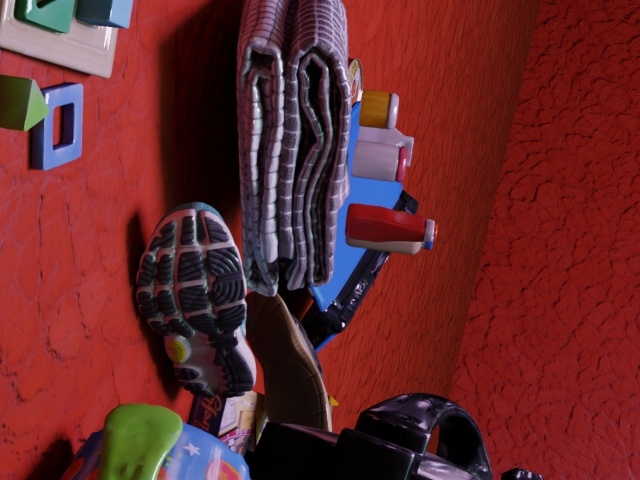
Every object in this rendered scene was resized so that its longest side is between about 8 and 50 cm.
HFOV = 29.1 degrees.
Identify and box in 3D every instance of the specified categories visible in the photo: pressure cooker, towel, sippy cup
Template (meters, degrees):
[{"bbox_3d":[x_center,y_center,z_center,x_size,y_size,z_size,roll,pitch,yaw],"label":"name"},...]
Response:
[{"bbox_3d":[0.061,0.360,1.233,0.420,0.375,0.370,-69,-162,-9],"label":"pressure cooker"},{"bbox_3d":[-0.024,-0.112,1.284,0.235,0.121,0.284,-93,-177,-61],"label":"towel"},{"bbox_3d":[-0.153,0.277,1.033,0.305,0.240,0.224,-41,-159,31],"label":"sippy cup"}]

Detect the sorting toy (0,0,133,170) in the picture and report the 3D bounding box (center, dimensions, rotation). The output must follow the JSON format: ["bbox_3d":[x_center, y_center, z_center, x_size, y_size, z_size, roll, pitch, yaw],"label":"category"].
[{"bbox_3d":[-0.177,-0.223,0.928,0.196,0.047,0.348,3,96,-75],"label":"sorting toy"}]

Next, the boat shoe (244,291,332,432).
[{"bbox_3d":[-0.030,0.160,1.467,0.073,0.080,0.224,29,35,-61],"label":"boat shoe"}]

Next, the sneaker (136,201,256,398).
[{"bbox_3d":[-0.124,0.052,1.248,0.275,0.107,0.110,88,-1,-51],"label":"sneaker"}]

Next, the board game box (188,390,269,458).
[{"bbox_3d":[-0.093,0.264,1.476,0.243,0.042,0.165,38,62,-63],"label":"board game box"}]

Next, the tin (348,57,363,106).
[{"bbox_3d":[0.018,-0.166,1.694,0.106,0.040,0.190,78,27,-62],"label":"tin"}]

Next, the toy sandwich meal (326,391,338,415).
[{"bbox_3d":[0.008,0.275,1.934,0.085,0.029,0.086,10,90,-75],"label":"toy sandwich meal"}]

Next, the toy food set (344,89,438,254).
[{"bbox_3d":[0.086,-0.057,1.363,0.232,0.104,0.111,95,4,-48],"label":"toy food set"}]

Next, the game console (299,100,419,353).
[{"bbox_3d":[0.000,0.000,1.659,0.250,0.173,0.293,-44,-173,43],"label":"game console"}]
